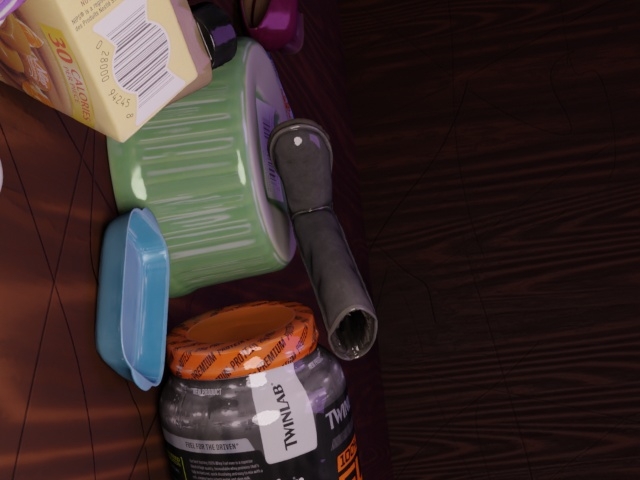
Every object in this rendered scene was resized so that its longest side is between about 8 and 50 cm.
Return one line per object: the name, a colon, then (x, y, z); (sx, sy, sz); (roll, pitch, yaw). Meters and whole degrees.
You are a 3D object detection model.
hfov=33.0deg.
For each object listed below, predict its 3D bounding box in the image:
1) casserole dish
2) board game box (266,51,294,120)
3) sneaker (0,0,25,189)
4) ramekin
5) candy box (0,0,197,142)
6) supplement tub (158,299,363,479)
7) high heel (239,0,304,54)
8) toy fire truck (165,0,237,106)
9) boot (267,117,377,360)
casserole dish: (-0.187, 0.057, 1.072); (0.114, 0.037, 0.188); (62, 25, -61)
board game box: (-0.084, -0.226, 1.964); (0.201, 0.035, 0.136); (66, 18, -60)
sneaker: (-0.219, -0.109, 0.646); (0.282, 0.161, 0.102); (72, 12, -54)
ramekin: (-0.123, -0.092, 1.251); (0.303, 0.148, 0.303); (-8, 90, -81)
candy box: (-0.210, -0.227, 0.701); (0.087, 0.183, 0.316); (-47, 144, -25)
supplement tub: (-0.059, 0.250, 1.189); (0.207, 0.207, 0.338); (-66, 147, -73)
high heel: (-0.097, -0.515, 1.883); (0.181, 0.127, 0.377); (4, 73, -73)
toy fire truck: (-0.204, -0.225, 0.964); (0.158, 0.246, 0.217); (-36, 113, -37)
boot: (0.002, -0.001, 1.154); (0.189, 0.076, 0.208); (71, 6, -50)
